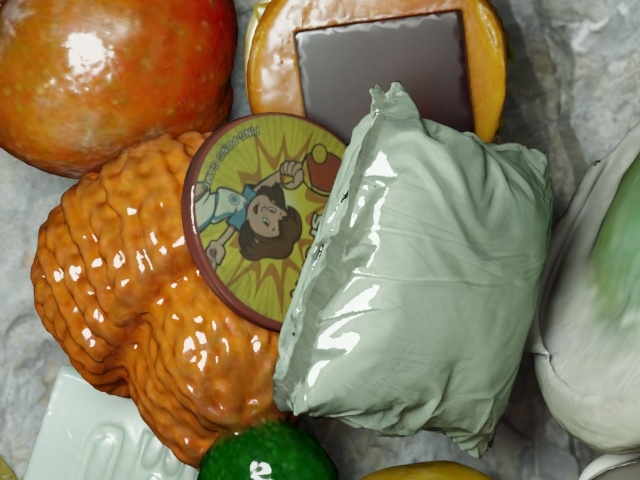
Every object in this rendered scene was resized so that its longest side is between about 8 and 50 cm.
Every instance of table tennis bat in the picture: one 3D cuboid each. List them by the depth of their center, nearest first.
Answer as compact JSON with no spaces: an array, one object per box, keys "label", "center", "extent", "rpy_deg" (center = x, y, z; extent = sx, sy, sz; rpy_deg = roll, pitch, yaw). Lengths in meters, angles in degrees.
[{"label":"table tennis bat","center":[0.000,0.000,1.584],"extent":[0.310,0.038,0.200],"rpy_deg":[26,70,-31]}]

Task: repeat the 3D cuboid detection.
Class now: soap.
[{"label":"soap","center":[-0.162,0.242,1.782],"extent":[0.265,0.087,0.160],"rpy_deg":[18,87,8]}]

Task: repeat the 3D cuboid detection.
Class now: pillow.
[{"label":"pillow","center":[0.101,0.034,1.547],"extent":[0.138,0.283,0.310],"rpy_deg":[10,81,46]}]

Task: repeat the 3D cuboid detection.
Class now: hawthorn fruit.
[{"label":"hawthorn fruit","center":[-0.218,-0.196,1.735],"extent":[0.284,0.284,0.284],"rpy_deg":[-1,86,7]}]

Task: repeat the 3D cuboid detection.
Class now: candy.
[{"label":"candy","center":[0.369,0.020,1.602],"extent":[0.186,0.386,0.427],"rpy_deg":[43,76,-21]}]

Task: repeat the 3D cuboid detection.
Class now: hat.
[{"label":"hat","center":[-0.114,0.105,1.618],"extent":[0.285,0.285,0.400],"rpy_deg":[-28,50,4]}]

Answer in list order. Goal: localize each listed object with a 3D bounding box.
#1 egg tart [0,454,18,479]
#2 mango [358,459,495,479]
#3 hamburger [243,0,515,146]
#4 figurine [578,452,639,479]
[{"label":"egg tart","center":[-0.437,0.336,1.790],"extent":[0.294,0.123,0.294],"rpy_deg":[0,87,7]},{"label":"mango","center":[0.143,0.427,1.635],"extent":[0.232,0.300,0.446],"rpy_deg":[-19,89,-19]},{"label":"hamburger","center":[0.057,-0.176,1.711],"extent":[0.291,0.225,0.291],"rpy_deg":[0,101,1]},{"label":"figurine","center":[0.369,0.196,1.731],"extent":[0.250,0.166,0.141],"rpy_deg":[6,47,-17]}]
